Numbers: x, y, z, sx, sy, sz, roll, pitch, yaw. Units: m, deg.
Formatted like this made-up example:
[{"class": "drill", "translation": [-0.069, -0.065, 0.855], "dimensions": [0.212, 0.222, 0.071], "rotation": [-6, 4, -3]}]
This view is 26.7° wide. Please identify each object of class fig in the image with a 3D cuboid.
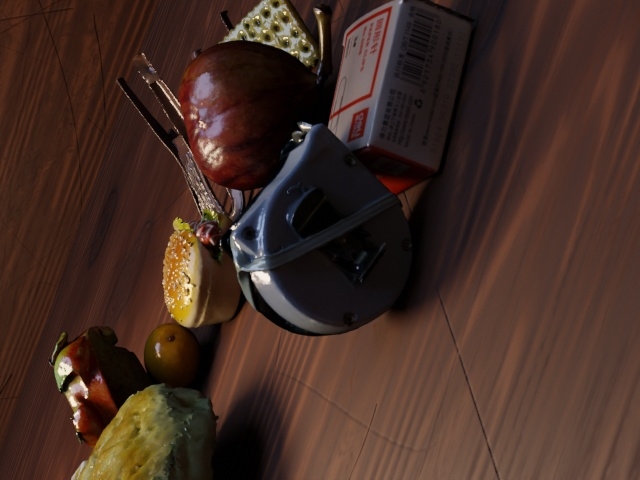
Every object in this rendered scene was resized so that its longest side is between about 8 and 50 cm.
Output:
[{"class": "fig", "translation": [-0.061, -0.182, 1.818], "dimensions": [0.249, 0.186, 0.203], "rotation": [-17, 67, 17]}]

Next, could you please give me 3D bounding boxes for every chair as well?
[{"class": "chair", "translation": [-0.164, -0.168, 2.158], "dimensions": [0.326, 0.183, 0.175], "rotation": [60, 151, 3]}]

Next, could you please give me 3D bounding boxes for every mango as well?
[{"class": "mango", "translation": [-0.223, 0.180, 2.018], "dimensions": [0.184, 0.085, 0.102], "rotation": [114, 150, -69]}]

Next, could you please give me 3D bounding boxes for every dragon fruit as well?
[{"class": "dragon fruit", "translation": [-0.311, 0.247, 2.009], "dimensions": [0.268, 0.130, 0.295], "rotation": [56, 167, 26]}]

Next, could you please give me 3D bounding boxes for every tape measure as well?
[{"class": "tape measure", "translation": [0.003, 0.003, 1.353], "dimensions": [0.182, 0.181, 0.107], "rotation": [-59, 14, -25]}]

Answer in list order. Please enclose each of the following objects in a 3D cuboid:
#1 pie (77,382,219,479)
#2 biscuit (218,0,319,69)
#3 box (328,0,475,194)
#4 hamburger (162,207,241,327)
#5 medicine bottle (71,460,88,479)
[{"class": "pie", "translation": [-0.229, 0.371, 1.657], "dimensions": [0.418, 0.180, 0.395], "rotation": [129, 160, -55]}, {"class": "biscuit", "translation": [-0.103, -0.254, 2.005], "dimensions": [0.231, 0.016, 0.139], "rotation": [-40, 74, 29]}, {"class": "box", "translation": [0.076, -0.152, 1.428], "dimensions": [0.133, 0.099, 0.182], "rotation": [-22, 52, 66]}, {"class": "hamburger", "translation": [-0.174, 0.041, 1.959], "dimensions": [0.210, 0.116, 0.173], "rotation": [-173, 99, -73]}, {"class": "medicine bottle", "translation": [-0.396, 0.422, 2.332], "dimensions": [0.118, 0.055, 0.074], "rotation": [-50, 25, 48]}]
